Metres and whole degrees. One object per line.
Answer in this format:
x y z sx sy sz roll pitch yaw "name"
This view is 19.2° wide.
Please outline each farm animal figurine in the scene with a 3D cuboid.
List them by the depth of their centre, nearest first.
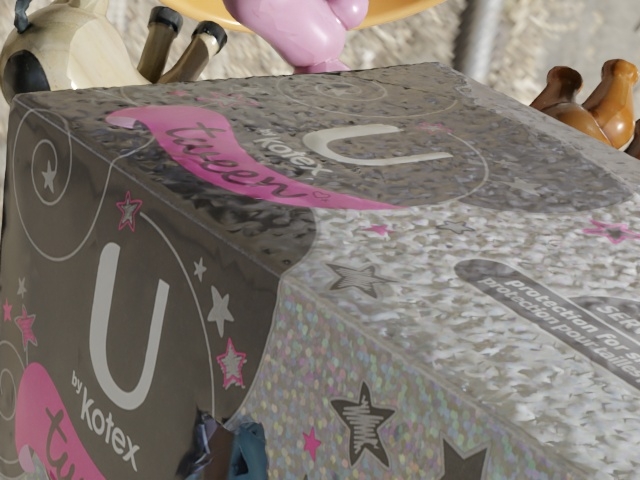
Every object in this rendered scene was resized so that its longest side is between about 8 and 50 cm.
0.000 0.000 0.986 0.330 0.172 0.326 15 150 11 "farm animal figurine"

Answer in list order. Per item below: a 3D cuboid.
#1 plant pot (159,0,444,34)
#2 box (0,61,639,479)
-0.002 -0.303 1.318 0.291 0.203 0.291 -7 156 -3 "plant pot"
0.036 0.055 0.500 0.163 0.247 0.142 -8 116 -36 "box"
